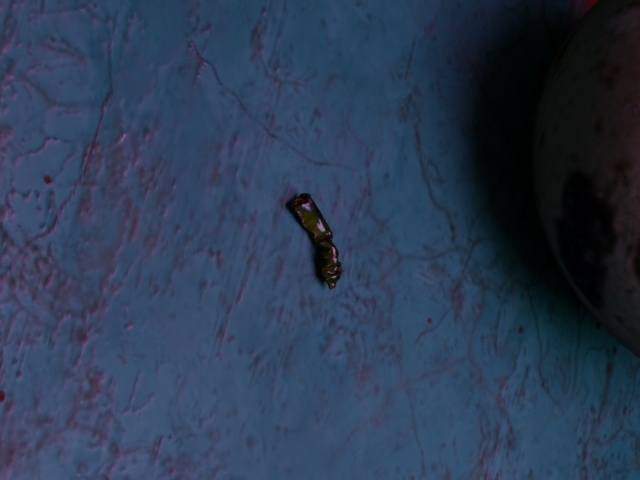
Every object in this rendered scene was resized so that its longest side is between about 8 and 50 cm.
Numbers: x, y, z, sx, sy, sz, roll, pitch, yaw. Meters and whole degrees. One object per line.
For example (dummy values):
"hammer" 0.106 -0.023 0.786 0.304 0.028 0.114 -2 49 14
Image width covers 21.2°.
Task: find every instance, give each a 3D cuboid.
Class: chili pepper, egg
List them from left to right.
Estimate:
"chili pepper" 0.000 0.000 1.369 0.027 0.022 0.083 -71 141 -66
"egg" 0.364 -0.047 1.506 0.345 0.345 0.428 -49 134 -34
